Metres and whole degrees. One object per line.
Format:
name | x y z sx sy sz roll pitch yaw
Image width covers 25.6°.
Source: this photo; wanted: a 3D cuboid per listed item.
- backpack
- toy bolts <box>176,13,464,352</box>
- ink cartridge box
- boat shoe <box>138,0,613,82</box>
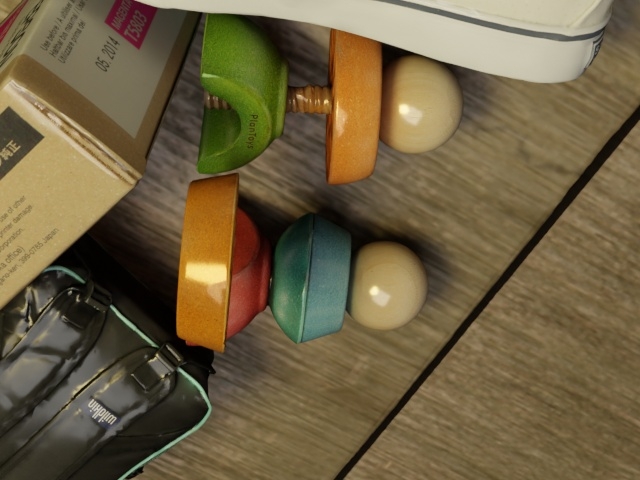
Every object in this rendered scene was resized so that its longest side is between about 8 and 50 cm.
backpack | -0.185 0.097 0.965 0.188 0.144 0.166 -45 111 8
toy bolts | 0.000 0.000 0.864 0.158 0.218 0.228 5 142 -3
ink cartridge box | -0.171 -0.063 0.808 0.088 0.235 0.193 40 119 -19
boat shoe | -0.001 -0.201 0.758 0.367 0.136 0.156 14 124 -5
